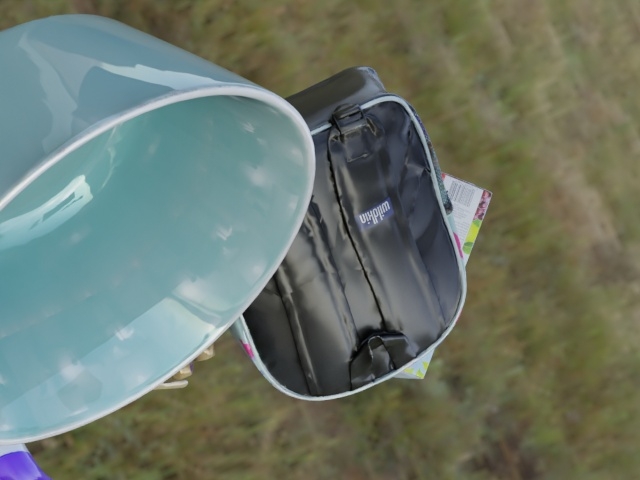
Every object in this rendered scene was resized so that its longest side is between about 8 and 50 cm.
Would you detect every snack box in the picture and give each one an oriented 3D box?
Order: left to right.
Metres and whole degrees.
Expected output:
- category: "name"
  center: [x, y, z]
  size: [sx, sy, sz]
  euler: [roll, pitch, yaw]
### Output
- category: "snack box"
  center: [0.100, 0.040, 1.883]
  size: [0.174, 0.070, 0.207]
  euler: [149, -39, -81]

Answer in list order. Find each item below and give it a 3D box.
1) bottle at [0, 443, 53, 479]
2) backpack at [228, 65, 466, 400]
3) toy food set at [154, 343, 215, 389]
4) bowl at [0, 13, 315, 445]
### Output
- category: "bottle"
  center: [-0.232, 0.304, 1.598]
  size: [0.283, 0.092, 0.118]
  euler: [54, -30, 26]
- category: "backpack"
  center: [0.000, 0.000, 1.535]
  size: [0.254, 0.225, 0.191]
  euler: [66, -9, -22]
- category: "toy food set"
  center: [-0.109, 0.073, 1.408]
  size: [0.078, 0.122, 0.019]
  euler: [-1, 33, -37]
- category: "bowl"
  center: [-0.172, -0.029, 1.187]
  size: [0.163, 0.311, 0.311]
  euler: [49, 6, 28]
